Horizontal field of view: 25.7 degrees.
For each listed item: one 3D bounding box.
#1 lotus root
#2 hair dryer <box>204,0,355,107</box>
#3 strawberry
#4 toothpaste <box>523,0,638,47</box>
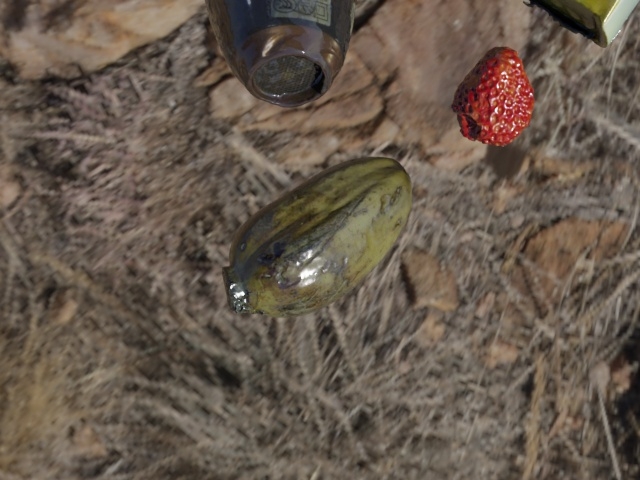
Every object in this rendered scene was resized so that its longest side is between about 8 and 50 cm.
[{"bbox_3d":[0.000,0.000,1.067,0.089,0.179,0.080,42,155,32],"label":"lotus root"},{"bbox_3d":[0.016,-0.290,0.941,0.120,0.303,0.359,12,146,-21],"label":"hair dryer"},{"bbox_3d":[0.143,-0.124,1.163,0.073,0.073,0.083,1,133,15],"label":"strawberry"},{"bbox_3d":[0.038,-0.219,0.711,0.313,0.071,0.089,36,98,12],"label":"toothpaste"}]
